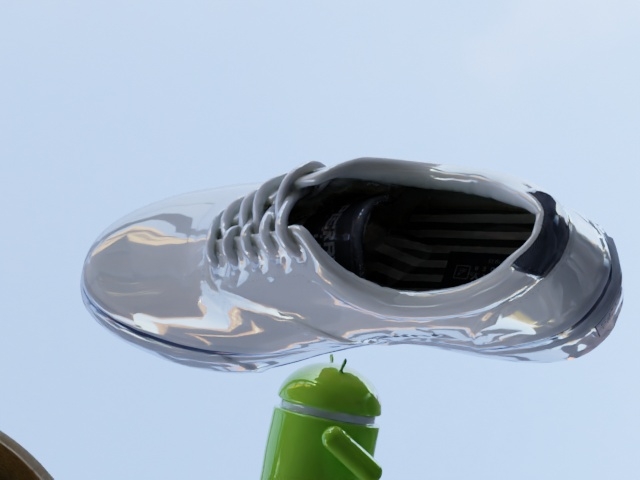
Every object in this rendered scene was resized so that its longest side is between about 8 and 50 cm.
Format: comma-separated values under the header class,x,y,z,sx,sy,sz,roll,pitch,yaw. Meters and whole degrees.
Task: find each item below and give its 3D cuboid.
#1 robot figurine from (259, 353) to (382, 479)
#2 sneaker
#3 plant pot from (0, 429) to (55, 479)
class,x,y,z,sx,sy,sz,roll,pitch,yaw
robot figurine,0.000,0.126,1.205,0.067,0.101,0.115,11,-90,-13
sneaker,0.000,0.000,0.857,0.091,0.258,0.094,51,-137,-51
plant pot,-0.203,0.232,1.004,0.237,0.237,0.254,-56,-18,-18
